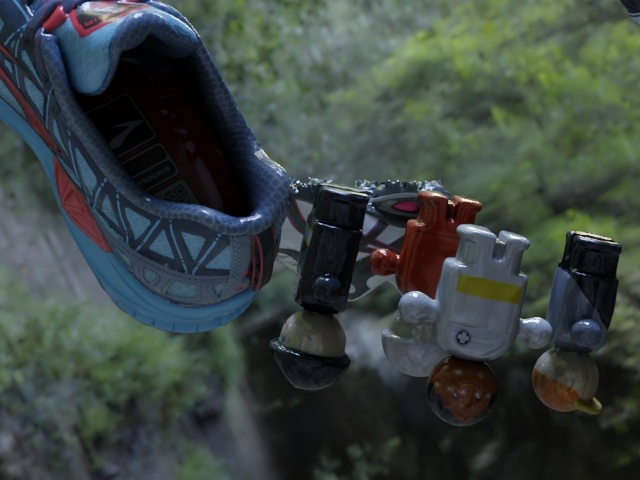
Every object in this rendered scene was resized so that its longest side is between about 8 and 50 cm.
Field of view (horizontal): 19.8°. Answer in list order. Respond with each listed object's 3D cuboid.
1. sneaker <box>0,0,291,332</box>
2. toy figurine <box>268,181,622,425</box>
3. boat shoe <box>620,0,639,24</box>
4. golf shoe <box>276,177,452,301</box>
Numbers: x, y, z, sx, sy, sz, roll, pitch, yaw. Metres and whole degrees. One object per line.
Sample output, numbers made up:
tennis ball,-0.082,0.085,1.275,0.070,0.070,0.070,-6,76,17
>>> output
sneaker,-0.097,-0.088,0.793,0.262,0.104,0.125,50,-27,2
toy figurine,0.093,0.051,1.315,0.213,0.210,0.148,2,102,-53
boat shoe,0.254,-0.185,1.199,0.040,0.142,0.049,41,41,-28
golf shoe,0.000,0.000,1.683,0.105,0.273,0.120,5,-86,64
